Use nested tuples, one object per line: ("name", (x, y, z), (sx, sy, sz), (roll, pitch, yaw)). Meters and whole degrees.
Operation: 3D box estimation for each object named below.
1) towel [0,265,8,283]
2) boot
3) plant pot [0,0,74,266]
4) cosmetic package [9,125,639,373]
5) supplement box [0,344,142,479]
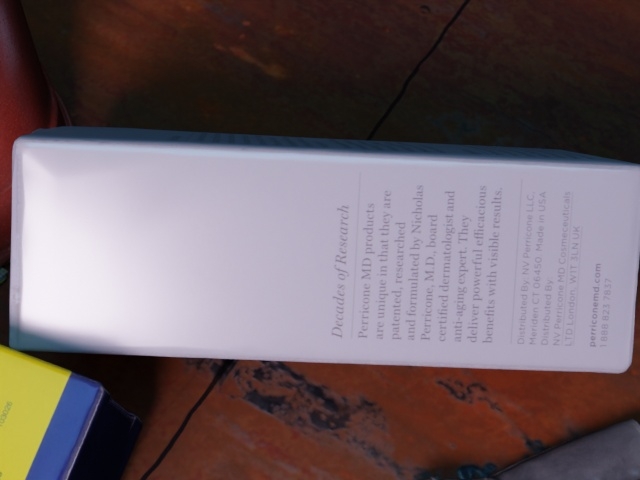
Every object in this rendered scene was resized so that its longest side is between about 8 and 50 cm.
("towel", (-0.321, 0.040, 1.124), (0.060, 0.009, 0.083), (38, 65, 14))
("boot", (0.191, 0.249, 1.037), (0.208, 0.076, 0.189), (-6, 65, -16))
("plant pot", (-0.345, -0.140, 1.065), (0.272, 0.265, 0.272), (3, 60, -5))
("cosmetic package", (0.000, 0.000, 1.028), (0.453, 0.230, 0.161), (3, 96, -4))
("supplement box", (-0.339, 0.144, 0.943), (0.356, 0.194, 0.195), (20, 76, 5))
